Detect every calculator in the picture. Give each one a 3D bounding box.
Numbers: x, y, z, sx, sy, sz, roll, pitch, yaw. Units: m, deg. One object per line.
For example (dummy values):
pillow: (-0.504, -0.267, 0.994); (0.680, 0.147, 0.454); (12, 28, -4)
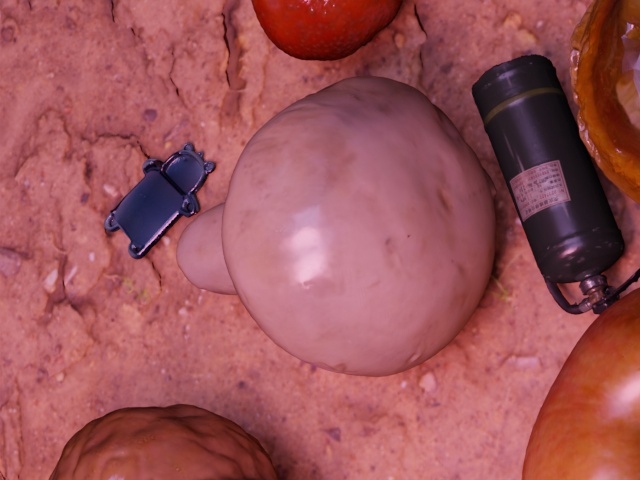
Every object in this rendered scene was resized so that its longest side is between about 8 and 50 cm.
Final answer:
calculator: (-0.179, -0.048, 1.995); (0.141, 0.019, 0.094); (-47, 64, 5)

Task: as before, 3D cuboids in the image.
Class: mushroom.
mushroom: (0.000, 0.000, 1.786); (0.336, 0.314, 0.314); (-16, 68, 48)

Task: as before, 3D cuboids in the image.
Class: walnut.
walnut: (-0.142, 0.308, 1.746); (0.285, 0.285, 0.296); (-24, 76, 17)

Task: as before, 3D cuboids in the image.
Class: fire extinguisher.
fire extinguisher: (0.239, -0.036, 1.764); (0.118, 0.093, 0.294); (-37, 62, 40)

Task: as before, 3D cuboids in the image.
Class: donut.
donut: (0.392, -0.178, 1.670); (0.330, 0.160, 0.330); (-1, 82, 10)

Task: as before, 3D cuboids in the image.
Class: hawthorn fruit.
hawthorn fruit: (-0.009, -0.318, 1.846); (0.165, 0.285, 0.165); (-8, 46, 8)

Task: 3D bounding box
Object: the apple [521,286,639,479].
apple: (0.367, 0.196, 1.503); (0.391, 0.346, 0.391); (-7, 73, 26)
